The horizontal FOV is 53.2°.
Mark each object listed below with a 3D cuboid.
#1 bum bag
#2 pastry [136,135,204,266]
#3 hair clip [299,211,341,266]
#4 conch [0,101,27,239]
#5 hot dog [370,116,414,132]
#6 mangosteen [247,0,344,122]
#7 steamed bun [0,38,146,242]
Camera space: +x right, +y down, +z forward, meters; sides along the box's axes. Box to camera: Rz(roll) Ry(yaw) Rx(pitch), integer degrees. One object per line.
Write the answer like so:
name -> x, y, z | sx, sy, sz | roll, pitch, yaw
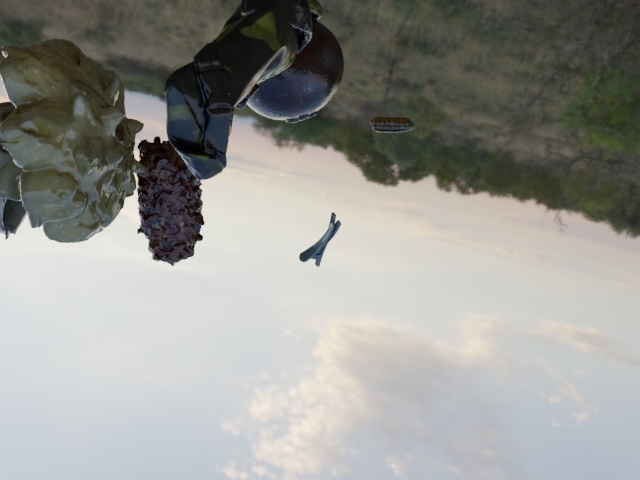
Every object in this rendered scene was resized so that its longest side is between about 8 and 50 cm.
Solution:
bum bag -> -0.074, -0.170, 0.623 | 0.060, 0.232, 0.106 | 18, 151, 22
pastry -> -0.252, -0.065, 1.066 | 0.115, 0.208, 0.097 | -7, -152, -12
hair clip -> 0.001, 0.001, 1.108 | 0.039, 0.115, 0.030 | -11, -126, -42
conch -> -0.494, -0.135, 1.023 | 0.149, 0.183, 0.275 | 32, -159, -14
hot dog -> 0.197, -0.317, 1.762 | 0.122, 0.049, 0.037 | 2, -127, 9
mangosteen -> -0.082, -0.454, 1.613 | 0.311, 0.311, 0.311 | 11, -170, -2
steamed bun -> -0.315, -0.134, 0.876 | 0.137, 0.295, 0.292 | -7, -147, -3
